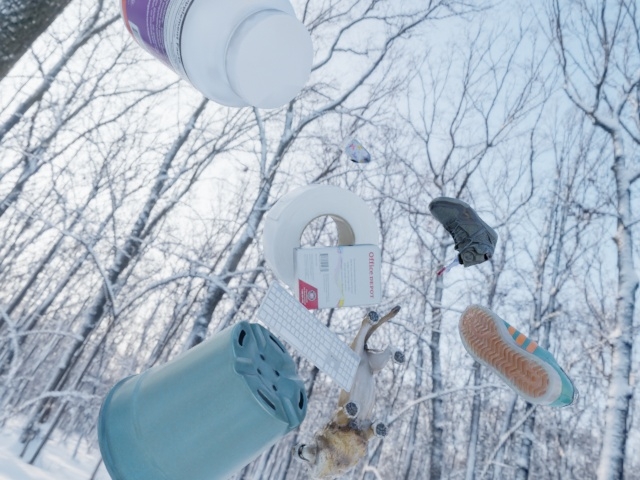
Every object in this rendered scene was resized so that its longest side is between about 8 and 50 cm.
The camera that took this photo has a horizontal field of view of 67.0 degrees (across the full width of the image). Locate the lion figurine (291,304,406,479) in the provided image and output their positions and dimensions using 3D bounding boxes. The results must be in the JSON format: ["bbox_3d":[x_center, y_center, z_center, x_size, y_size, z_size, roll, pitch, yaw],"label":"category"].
[{"bbox_3d":[0.082,0.346,1.103,0.142,0.392,0.240,29,-35,1],"label":"lion figurine"}]

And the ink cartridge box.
[{"bbox_3d":[0.035,0.075,1.027,0.175,0.127,0.072,-3,4,-11],"label":"ink cartridge box"}]

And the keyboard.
[{"bbox_3d":[-0.013,0.170,0.833,0.014,0.072,0.256,-17,-51,38],"label":"keyboard"}]

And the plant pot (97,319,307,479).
[{"bbox_3d":[-0.231,0.367,1.061,0.334,0.341,0.341,-35,-53,14],"label":"plant pot"}]

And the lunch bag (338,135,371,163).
[{"bbox_3d":[0.098,-0.243,1.336,0.083,0.053,0.071,37,7,-25],"label":"lunch bag"}]

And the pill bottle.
[{"bbox_3d":[-0.156,-0.316,0.721,0.323,0.181,0.181,40,-16,34],"label":"pill bottle"}]

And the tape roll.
[{"bbox_3d":[0.000,0.000,1.215,0.286,0.286,0.100,35,-4,-23],"label":"tape roll"}]

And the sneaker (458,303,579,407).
[{"bbox_3d":[0.411,0.247,1.030,0.121,0.108,0.302,26,14,-27],"label":"sneaker"}]

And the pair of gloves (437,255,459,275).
[{"bbox_3d":[0.458,0.052,1.559,0.023,0.159,0.198,50,-42,16],"label":"pair of gloves"}]

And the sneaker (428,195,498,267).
[{"bbox_3d":[0.371,-0.017,1.259,0.227,0.130,0.087,38,-43,-18],"label":"sneaker"}]
